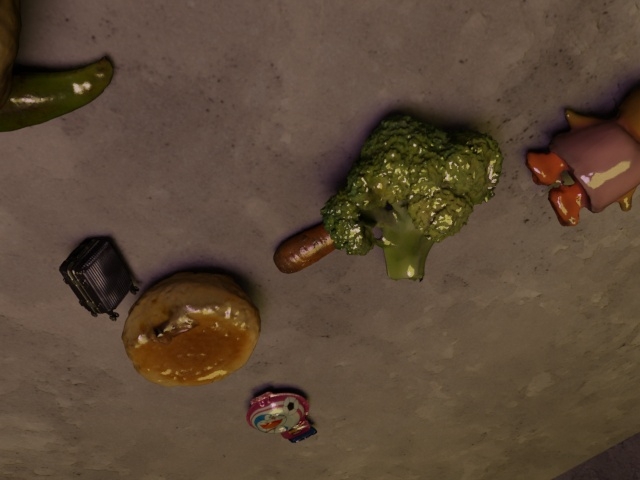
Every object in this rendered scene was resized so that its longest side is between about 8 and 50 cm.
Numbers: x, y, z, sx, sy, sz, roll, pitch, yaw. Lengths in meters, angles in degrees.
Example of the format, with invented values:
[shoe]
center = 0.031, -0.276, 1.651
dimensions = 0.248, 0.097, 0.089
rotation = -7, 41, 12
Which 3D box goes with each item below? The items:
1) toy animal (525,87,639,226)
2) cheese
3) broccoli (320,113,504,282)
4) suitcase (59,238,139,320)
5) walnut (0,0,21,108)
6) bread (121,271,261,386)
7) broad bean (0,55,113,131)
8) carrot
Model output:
[toy animal]
center = 0.488, -0.152, 0.792
dimensions = 0.281, 0.169, 0.195
rotation = -31, 94, 11
[cheese]
center = -0.088, 0.435, 1.217
dimensions = 0.155, 0.062, 0.244
rotation = -26, 130, 7
[broccoli]
center = 0.135, -0.038, 0.770
dimensions = 0.254, 0.186, 0.302
rotation = 6, 110, -31
[suitcase]
center = -0.366, 0.063, 0.832
dimensions = 0.059, 0.086, 0.126
rotation = 5, 133, 18
[walnut]
center = -0.430, -0.242, 0.458
dimensions = 0.282, 0.253, 0.277
rotation = 5, 135, -18
[bread]
center = -0.232, 0.154, 0.911
dimensions = 0.244, 0.134, 0.244
rotation = -6, 127, -8
[broad bean]
center = -0.430, -0.167, 0.647
dimensions = 0.339, 0.061, 0.077
rotation = -18, 138, 4
[carrot]
center = 0.000, 0.000, 0.881
dimensions = 0.186, 0.060, 0.060
rotation = -29, 129, 10
